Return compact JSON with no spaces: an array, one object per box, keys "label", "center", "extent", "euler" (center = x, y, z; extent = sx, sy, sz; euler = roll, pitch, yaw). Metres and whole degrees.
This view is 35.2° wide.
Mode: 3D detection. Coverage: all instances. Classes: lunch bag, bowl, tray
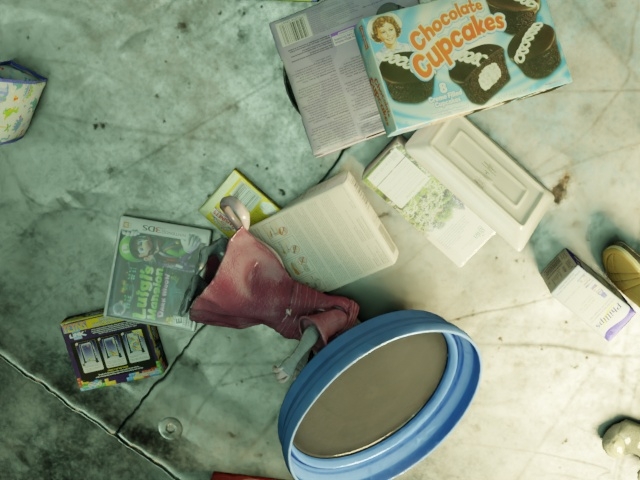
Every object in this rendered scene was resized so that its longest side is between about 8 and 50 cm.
[{"label":"lunch bag","center":[-0.561,-0.239,1.762],"extent":[0.096,0.151,0.129],"euler":[25,106,-2]},{"label":"bowl","center":[0.101,0.283,1.764],"extent":[0.391,0.077,0.391],"euler":[-19,134,-21]},{"label":"tray","center":[0.281,-0.119,1.730],"extent":[0.270,0.030,0.145],"euler":[41,62,-6]}]

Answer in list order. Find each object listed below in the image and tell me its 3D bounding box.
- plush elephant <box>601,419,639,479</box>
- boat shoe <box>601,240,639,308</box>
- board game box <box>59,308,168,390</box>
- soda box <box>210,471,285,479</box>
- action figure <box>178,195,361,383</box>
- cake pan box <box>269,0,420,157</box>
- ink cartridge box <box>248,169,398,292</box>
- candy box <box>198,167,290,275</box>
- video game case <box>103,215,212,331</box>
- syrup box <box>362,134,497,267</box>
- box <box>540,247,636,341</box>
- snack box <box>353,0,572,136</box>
[{"label":"plush elephant","center":[0.690,0.391,1.749],"extent":[0.330,0.255,0.272],"euler":[36,110,-6]},{"label":"boat shoe","center":[0.583,0.076,1.778],"extent":[0.223,0.080,0.073],"euler":[46,66,-13]},{"label":"board game box","center":[-0.391,0.199,1.914],"extent":[0.170,0.048,0.141],"euler":[-12,101,8]},{"label":"soda box","center":[-0.090,0.516,1.945],"extent":[0.263,0.092,0.083],"euler":[6,104,4]},{"label":"action figure","center":[-0.051,0.114,1.787],"extent":[0.370,0.248,0.276],"euler":[18,82,-8]},{"label":"cake pan box","center":[0.066,-0.293,1.708],"extent":[0.267,0.070,0.246],"euler":[-20,87,9]},{"label":"ink cartridge box","center":[0.000,0.000,1.809],"extent":[0.224,0.056,0.181],"euler":[-24,110,26]},{"label":"candy box","center":[-0.111,-0.027,1.838],"extent":[0.206,0.027,0.105],"euler":[41,106,-7]},{"label":"video game case","center":[-0.299,0.061,1.855],"extent":[0.173,0.022,0.190],"euler":[9,88,3]},{"label":"syrup box","center":[0.191,-0.071,1.763],"extent":[0.237,0.096,0.093],"euler":[41,106,-6]},{"label":"box","center":[0.466,0.093,1.765],"extent":[0.137,0.126,0.072],"euler":[39,103,-6]},{"label":"snack box","center":[0.231,-0.300,1.635],"extent":[0.322,0.060,0.187],"euler":[-17,88,-15]}]
